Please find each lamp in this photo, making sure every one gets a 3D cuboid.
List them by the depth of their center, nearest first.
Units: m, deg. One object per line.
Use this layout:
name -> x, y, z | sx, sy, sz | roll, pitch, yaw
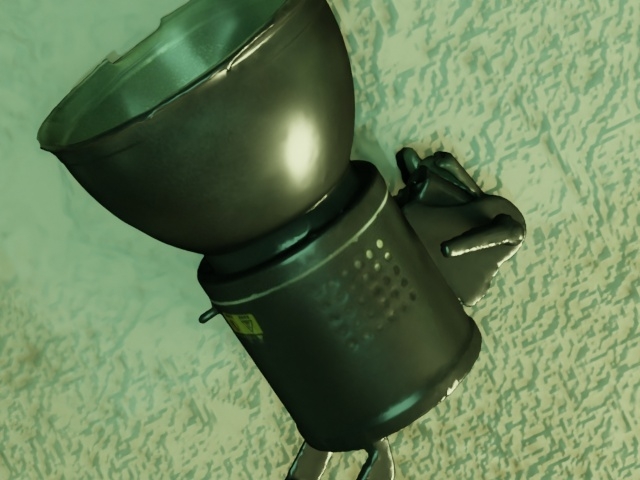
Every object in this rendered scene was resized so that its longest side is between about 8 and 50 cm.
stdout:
lamp -> 0.000, 0.000, 0.886 | 0.172, 0.147, 0.227 | -40, 110, -16
